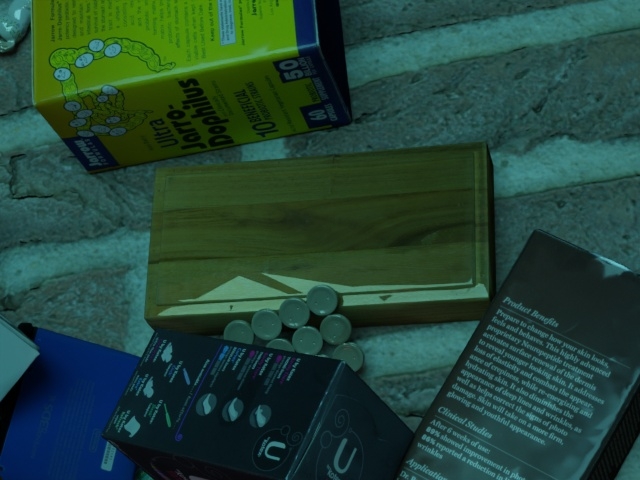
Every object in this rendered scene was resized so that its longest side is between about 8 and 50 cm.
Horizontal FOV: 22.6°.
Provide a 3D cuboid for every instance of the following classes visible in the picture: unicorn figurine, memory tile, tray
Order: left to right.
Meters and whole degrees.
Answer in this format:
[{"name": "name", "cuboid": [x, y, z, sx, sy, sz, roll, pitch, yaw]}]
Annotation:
[{"name": "unicorn figurine", "cuboid": [-0.408, -0.324, 2.181, 0.111, 0.060, 0.161, 23, 89, 22]}, {"name": "memory tile", "cuboid": [-0.030, 0.123, 1.854, 0.148, 0.012, 0.113, -23, 97, 15]}, {"name": "tray", "cuboid": [0.000, 0.000, 1.915, 0.411, 0.076, 0.202, -4, 65, 12]}]

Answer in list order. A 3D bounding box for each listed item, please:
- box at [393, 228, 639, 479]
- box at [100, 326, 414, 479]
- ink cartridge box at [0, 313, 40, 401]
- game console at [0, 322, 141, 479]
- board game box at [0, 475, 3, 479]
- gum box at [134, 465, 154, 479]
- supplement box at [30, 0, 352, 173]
[{"name": "box", "cuboid": [0.228, 0.200, 1.730, 0.191, 0.143, 0.381, 27, 77, 24]}, {"name": "box", "cuboid": [-0.068, 0.205, 1.692, 0.270, 0.165, 0.143, 6, 61, 40]}, {"name": "ink cartridge box", "cuboid": [-0.484, 0.186, 1.817, 0.307, 0.129, 0.223, -51, 25, -8]}, {"name": "game console", "cuboid": [-0.350, 0.260, 1.859, 0.250, 0.173, 0.293, 17, 44, -10]}, {"name": "board game box", "cuboid": [-0.476, 0.437, 1.553, 0.356, 0.356, 0.356, -9, 43, 7]}, {"name": "gum box", "cuboid": [-0.131, 0.292, 1.822, 0.157, 0.041, 0.184, -40, 58, -7]}, {"name": "supplement box", "cuboid": [-0.160, -0.238, 1.995, 0.357, 0.194, 0.195, -10, 64, 10]}]
